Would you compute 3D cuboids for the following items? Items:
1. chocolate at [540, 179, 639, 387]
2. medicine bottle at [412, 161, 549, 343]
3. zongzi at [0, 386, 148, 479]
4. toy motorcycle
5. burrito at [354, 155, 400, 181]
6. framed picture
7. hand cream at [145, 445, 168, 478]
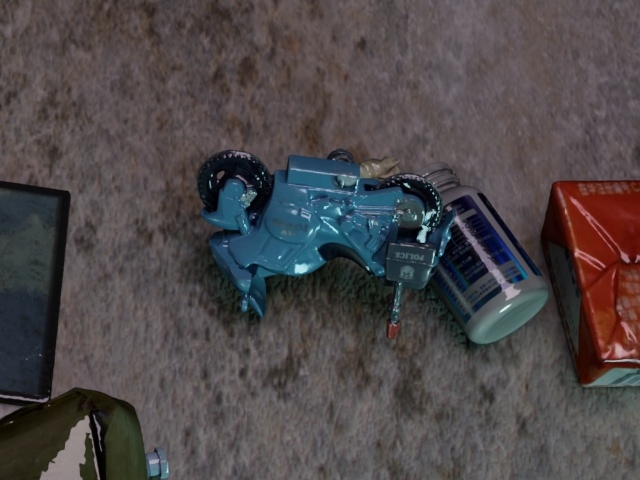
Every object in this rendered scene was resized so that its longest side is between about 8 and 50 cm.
[{"bbox_3d":[0.378,0.050,2.129,0.237,0.108,0.234,-3,61,-17],"label":"chocolate"},{"bbox_3d":[0.159,0.011,2.085,0.107,0.107,0.191,-24,68,-28],"label":"medicine bottle"},{"bbox_3d":[-0.326,0.347,1.721,0.393,0.174,0.356,-13,74,-3],"label":"zongzi"},{"bbox_3d":[0.000,0.000,1.996,0.272,0.182,0.123,7,27,-3],"label":"toy motorcycle"},{"bbox_3d":[0.006,-0.061,2.123,0.185,0.045,0.041,-14,72,-19],"label":"burrito"},{"bbox_3d":[-0.437,0.033,1.951,0.347,0.016,0.265,9,56,-12],"label":"framed picture"},{"bbox_3d":[-0.234,0.234,1.869,0.171,0.043,0.065,-9,71,-19],"label":"hand cream"}]
